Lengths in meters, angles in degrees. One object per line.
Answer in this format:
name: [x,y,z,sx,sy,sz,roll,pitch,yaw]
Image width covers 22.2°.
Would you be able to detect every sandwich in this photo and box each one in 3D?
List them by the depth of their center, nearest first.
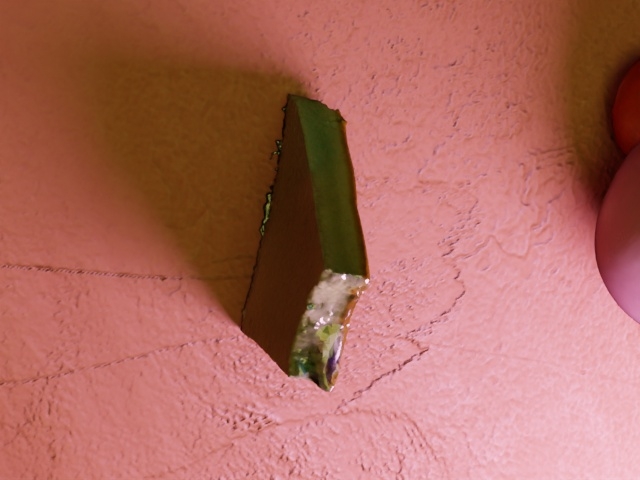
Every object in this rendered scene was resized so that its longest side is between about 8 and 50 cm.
sandwich: [0.000,0.000,1.523,0.063,0.212,0.245,8,100,-20]

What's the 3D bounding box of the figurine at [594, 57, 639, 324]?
figurine: [0.383,-0.009,1.639,0.270,0.261,0.211,32,119,-20]
